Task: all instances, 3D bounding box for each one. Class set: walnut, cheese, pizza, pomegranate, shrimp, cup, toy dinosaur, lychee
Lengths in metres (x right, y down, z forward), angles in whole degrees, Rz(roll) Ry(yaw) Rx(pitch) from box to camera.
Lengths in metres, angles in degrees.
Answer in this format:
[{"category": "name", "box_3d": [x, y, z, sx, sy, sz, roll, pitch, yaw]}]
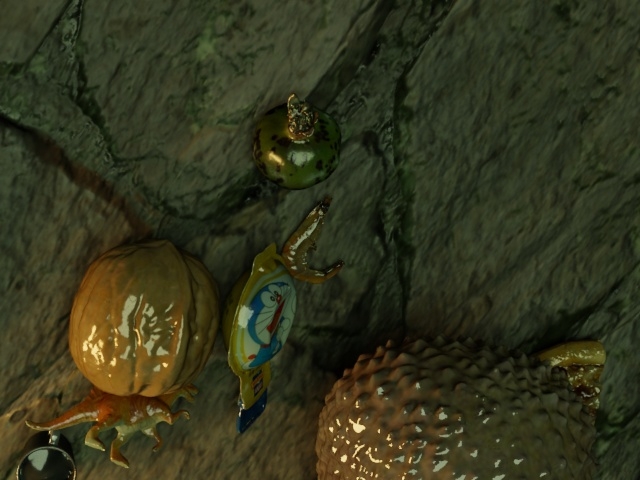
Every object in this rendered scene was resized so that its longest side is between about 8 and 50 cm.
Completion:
[{"category": "walnut", "box_3d": [-0.227, 0.098, 1.517, 0.213, 0.213, 0.213, -3, 102, -12]}, {"category": "cheese", "box_3d": [-0.085, 0.132, 1.583, 0.069, 0.177, 0.271, 16, 117, 19]}, {"category": "pizza", "box_3d": [0.367, 0.249, 1.739, 0.154, 0.069, 0.194, -18, 103, -10]}, {"category": "pomegranate", "box_3d": [-0.029, -0.135, 1.535, 0.122, 0.161, 0.122, 2, 64, -4]}, {"category": "shrimp", "box_3d": [0.000, 0.000, 1.629, 0.091, 0.025, 0.127, 22, 100, -16]}, {"category": "cup", "box_3d": [-0.366, 0.290, 1.578, 0.078, 0.077, 0.100, 15, 98, -15]}, {"category": "toy dinosaur", "box_3d": [-0.271, 0.221, 1.569, 0.212, 0.057, 0.142, 27, 62, -23]}, {"category": "lychee", "box_3d": [0.172, 0.302, 1.559, 0.432, 0.380, 0.381, -19, 106, -31]}]
